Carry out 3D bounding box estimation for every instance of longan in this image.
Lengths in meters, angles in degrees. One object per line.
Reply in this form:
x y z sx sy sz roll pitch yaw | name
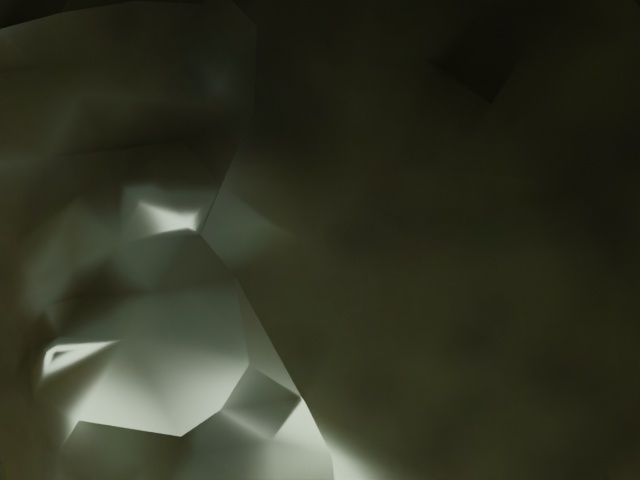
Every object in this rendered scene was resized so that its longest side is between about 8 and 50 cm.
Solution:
0.000 0.000 0.645 0.391 0.391 0.391 18 114 46 | longan
